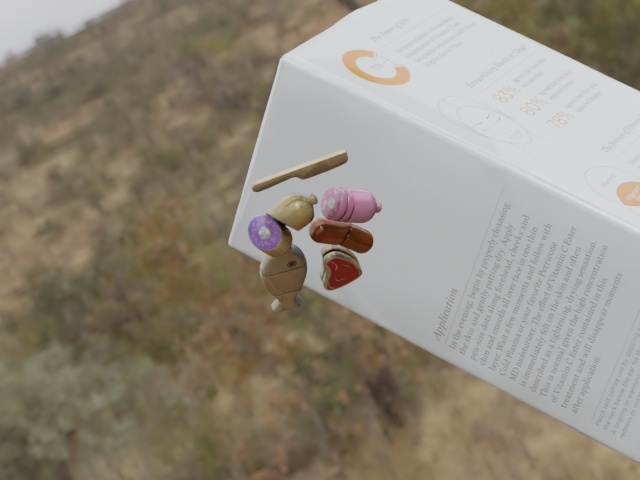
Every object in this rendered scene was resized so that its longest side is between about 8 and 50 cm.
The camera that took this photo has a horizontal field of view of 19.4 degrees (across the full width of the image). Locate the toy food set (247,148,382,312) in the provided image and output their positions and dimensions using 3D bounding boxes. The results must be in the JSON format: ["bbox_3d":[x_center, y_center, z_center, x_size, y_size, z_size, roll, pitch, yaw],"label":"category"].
[{"bbox_3d":[0.000,0.000,1.068,0.078,0.019,0.122,-20,-35,-3],"label":"toy food set"}]

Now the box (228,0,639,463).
[{"bbox_3d":[0.144,-0.023,1.369,0.215,0.345,0.168,-37,-29,-55],"label":"box"}]
